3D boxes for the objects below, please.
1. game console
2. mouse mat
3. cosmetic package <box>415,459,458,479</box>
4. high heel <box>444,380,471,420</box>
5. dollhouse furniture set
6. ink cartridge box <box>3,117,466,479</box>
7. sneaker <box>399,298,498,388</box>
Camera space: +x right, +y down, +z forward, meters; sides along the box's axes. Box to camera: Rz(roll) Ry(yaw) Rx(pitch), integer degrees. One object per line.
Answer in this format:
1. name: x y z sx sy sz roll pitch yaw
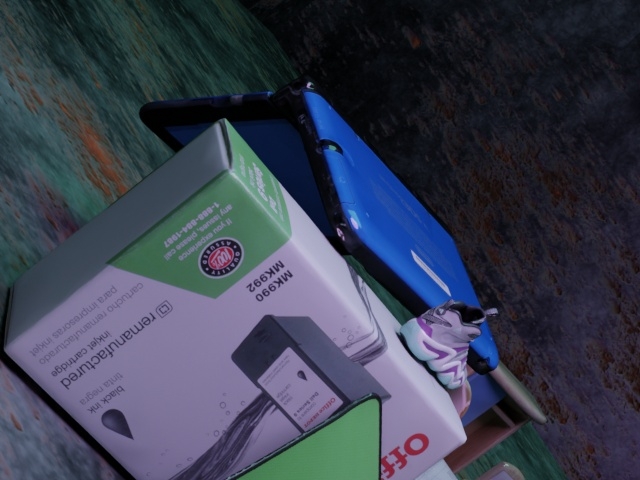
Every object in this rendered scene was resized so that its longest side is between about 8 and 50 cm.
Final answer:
1. game console: 0.000 0.000 1.288 0.293 0.173 0.250 42 24 -48
2. mouse mat: -0.014 0.201 0.994 0.007 0.153 0.189 14 24 34
3. cosmetic package: 0.084 0.301 1.251 0.225 0.138 0.224 56 10 8
4. high heel: -0.031 0.102 1.440 0.377 0.127 0.181 33 -19 5
5. dollhouse furniture set: 0.198 0.314 1.558 0.286 0.198 0.303 45 13 -38
6. ink cartridge box: -0.059 0.091 1.081 0.289 0.211 0.121 49 8 -23
7. sneaker: 0.110 0.075 1.115 0.098 0.069 0.038 42 14 -55
